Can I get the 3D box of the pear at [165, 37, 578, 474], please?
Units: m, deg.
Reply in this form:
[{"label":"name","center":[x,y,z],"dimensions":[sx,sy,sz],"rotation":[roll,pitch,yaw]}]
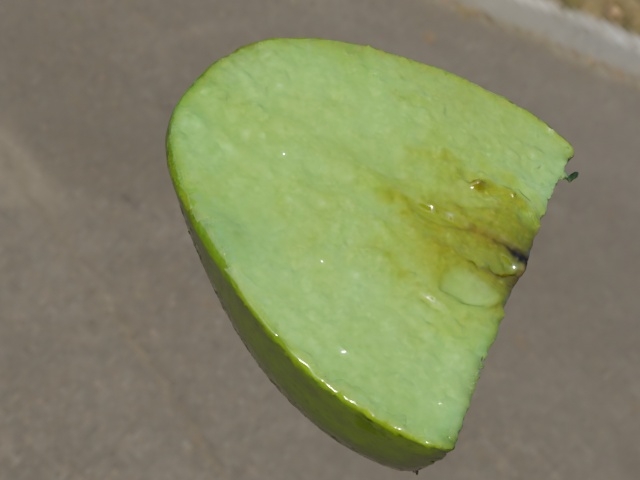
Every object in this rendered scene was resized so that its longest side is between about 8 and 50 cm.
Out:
[{"label":"pear","center":[-0.001,0.000,1.134],"dimensions":[0.239,0.139,0.288],"rotation":[36,46,-9]}]
